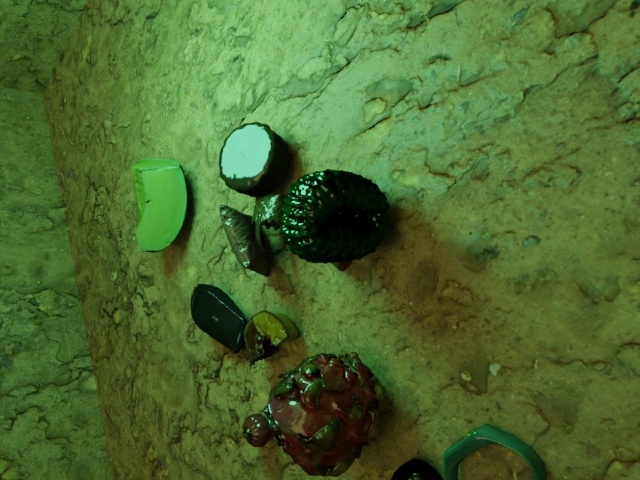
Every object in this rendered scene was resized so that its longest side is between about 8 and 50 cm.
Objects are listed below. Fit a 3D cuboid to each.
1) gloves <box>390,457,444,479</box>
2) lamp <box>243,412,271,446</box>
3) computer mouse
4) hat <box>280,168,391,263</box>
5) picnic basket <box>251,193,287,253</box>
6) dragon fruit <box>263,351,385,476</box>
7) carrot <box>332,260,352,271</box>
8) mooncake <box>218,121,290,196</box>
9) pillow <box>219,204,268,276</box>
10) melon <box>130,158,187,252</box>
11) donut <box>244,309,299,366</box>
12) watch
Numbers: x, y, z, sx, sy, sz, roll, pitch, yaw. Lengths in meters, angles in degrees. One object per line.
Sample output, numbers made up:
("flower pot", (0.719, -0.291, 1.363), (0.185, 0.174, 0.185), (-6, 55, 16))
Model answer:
("gloves", (0.221, 0.636, 1.173), (0.204, 0.124, 0.164), (-65, 31, 17))
("lamp", (-0.211, 0.630, 1.595), (0.107, 0.092, 0.108), (2, 93, 44))
("computer mouse", (-0.354, 0.269, 1.727), (0.295, 0.087, 0.168), (33, 118, 24))
("hat", (-0.002, -0.067, 1.255), (0.332, 0.274, 0.242), (19, 95, 60))
("picnic basket", (-0.144, -0.047, 1.469), (0.137, 0.128, 0.179), (0, 83, 46))
("dragon fruit", (0.042, 0.428, 1.240), (0.262, 0.314, 0.296), (-37, 94, 9))
("carrot", (0.000, 0.000, 1.379), (0.225, 0.067, 0.067), (41, 119, 32))
("mooncake", (-0.201, -0.248, 1.504), (0.228, 0.124, 0.228), (-8, 74, 30))
("pillow", (-0.231, 0.003, 1.513), (0.084, 0.236, 0.223), (-23, 78, 9))
("melon", (-0.658, -0.139, 1.916), (0.331, 0.226, 0.344), (11, 114, 31))
("donut", (-0.157, 0.296, 1.533), (0.217, 0.085, 0.141), (-36, 67, 38))
("watch", (0.370, 0.519, 1.053), (0.237, 0.068, 0.195), (-50, 62, 29))
